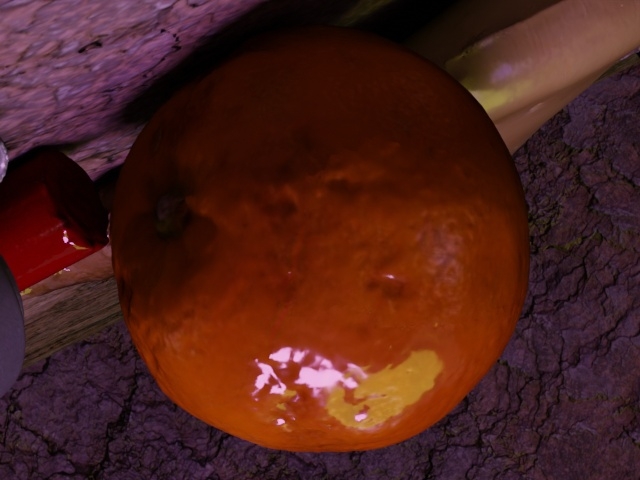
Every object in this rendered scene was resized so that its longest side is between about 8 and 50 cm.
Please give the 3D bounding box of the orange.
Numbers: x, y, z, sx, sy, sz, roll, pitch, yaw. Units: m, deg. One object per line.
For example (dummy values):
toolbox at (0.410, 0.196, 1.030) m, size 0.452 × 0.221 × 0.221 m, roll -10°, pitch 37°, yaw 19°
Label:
orange at (0.000, 0.000, 0.724) m, size 0.261 × 0.261 × 0.261 m, roll -27°, pitch 178°, yaw -1°

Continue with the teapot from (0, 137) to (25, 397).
teapot at (-0.219, 0.038, 0.618) m, size 0.149 × 0.162 × 0.239 m, roll -38°, pitch 157°, yaw -52°

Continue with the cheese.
cheese at (0.141, -0.142, 0.925) m, size 0.316 × 0.128 × 0.259 m, roll -33°, pitch 173°, yaw -31°

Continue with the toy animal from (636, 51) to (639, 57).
toy animal at (0.341, -0.254, 1.045) m, size 0.210 × 0.121 × 0.117 m, roll -36°, pitch -168°, yaw 35°

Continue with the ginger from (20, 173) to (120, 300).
ginger at (-0.162, -0.011, 0.931) m, size 0.334 × 0.081 × 0.148 m, roll -26°, pitch -167°, yaw 0°

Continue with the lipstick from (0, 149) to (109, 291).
lipstick at (-0.266, 0.034, 0.766) m, size 0.280 × 0.073 × 0.073 m, roll -27°, pitch 178°, yaw 19°
